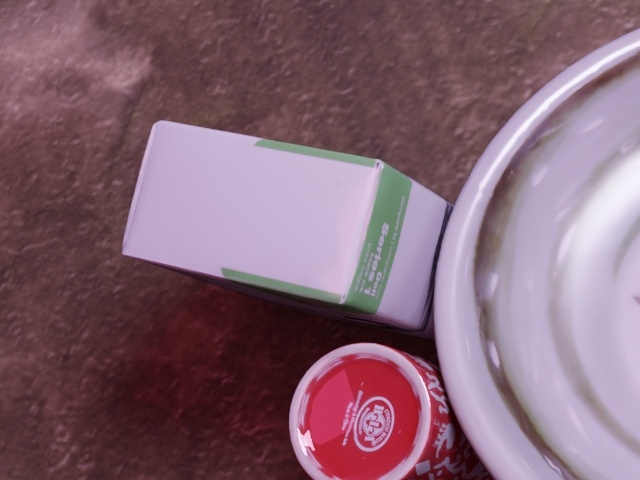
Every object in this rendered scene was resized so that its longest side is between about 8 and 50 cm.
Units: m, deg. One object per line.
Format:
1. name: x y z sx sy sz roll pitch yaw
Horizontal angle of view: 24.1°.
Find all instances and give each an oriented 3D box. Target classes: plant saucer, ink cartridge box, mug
1. plant saucer: 0.271 0.038 0.890 0.400 0.100 0.400 -9 58 14
2. ink cartridge box: 0.000 0.000 0.981 0.160 0.219 0.092 12 84 26
3. mug: 0.059 0.140 0.944 0.113 0.169 0.150 -20 69 17
